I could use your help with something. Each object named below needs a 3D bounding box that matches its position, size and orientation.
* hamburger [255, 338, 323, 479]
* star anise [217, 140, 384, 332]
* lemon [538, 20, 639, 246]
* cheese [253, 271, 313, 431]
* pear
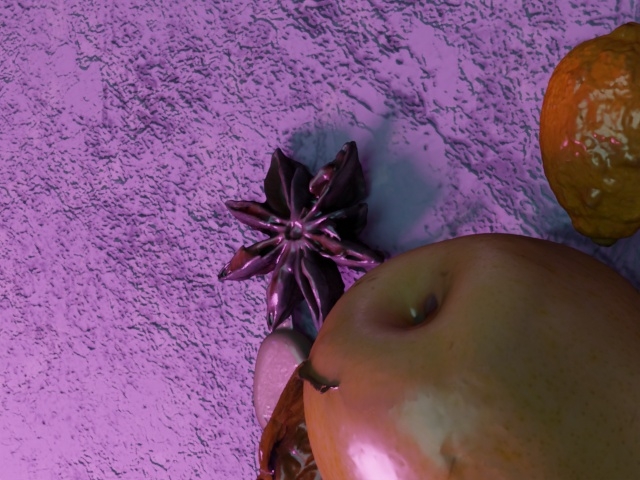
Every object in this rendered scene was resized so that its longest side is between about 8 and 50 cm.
[{"bbox_3d":[0.034,0.206,0.928,0.183,0.130,0.206,28,96,8],"label":"hamburger"},{"bbox_3d":[0.001,0.000,0.972,0.231,0.089,0.209,40,103,24],"label":"star anise"},{"bbox_3d":[0.252,-0.086,0.783,0.142,0.142,0.187,11,102,30],"label":"lemon"},{"bbox_3d":[-0.038,0.117,1.032,0.097,0.037,0.192,-7,90,30],"label":"cheese"},{"bbox_3d":[0.140,0.137,0.746,0.309,0.309,0.309,2,94,31],"label":"pear"}]
